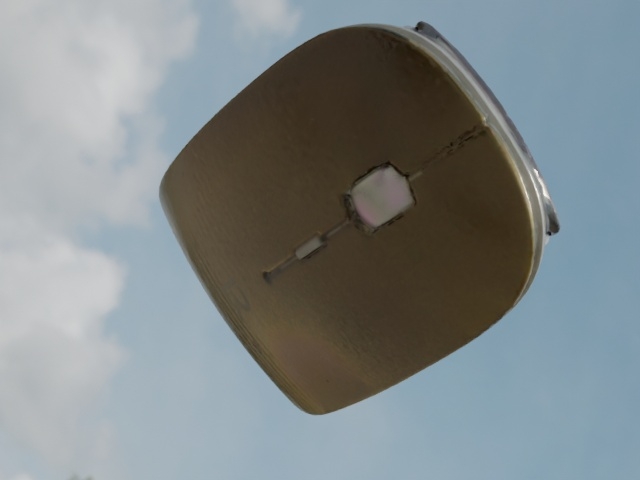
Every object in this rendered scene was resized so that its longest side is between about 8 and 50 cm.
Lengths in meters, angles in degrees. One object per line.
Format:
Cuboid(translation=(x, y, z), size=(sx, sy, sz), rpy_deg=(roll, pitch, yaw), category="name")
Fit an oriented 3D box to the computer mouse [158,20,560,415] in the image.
Cuboid(translation=(0.000, 0.000, 0.639), size=(0.126, 0.056, 0.245), rpy_deg=(56, -30, 0), category="computer mouse")
